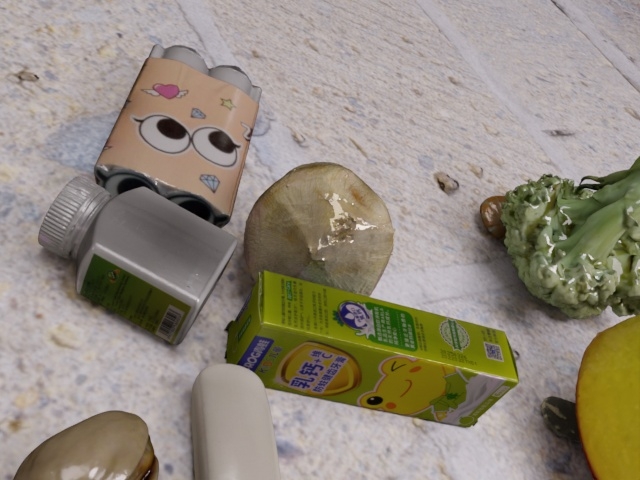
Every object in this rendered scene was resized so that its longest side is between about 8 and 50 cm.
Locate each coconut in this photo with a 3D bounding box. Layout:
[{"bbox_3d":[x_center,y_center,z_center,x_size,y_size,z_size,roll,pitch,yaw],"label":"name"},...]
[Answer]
[{"bbox_3d":[-0.002,-0.003,0.902,0.194,0.194,0.194,18,41,-17],"label":"coconut"}]

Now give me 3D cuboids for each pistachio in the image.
[{"bbox_3d":[-0.197,0.206,0.638,0.113,0.113,0.149,38,25,7],"label":"pistachio"}]

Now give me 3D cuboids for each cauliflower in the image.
[{"bbox_3d":[0.423,0.000,1.117,0.327,0.281,0.260,-33,99,-42],"label":"cauliflower"}]

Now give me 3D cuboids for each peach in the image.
[{"bbox_3d":[0.480,0.272,0.895,0.306,0.242,0.380,20,36,-42],"label":"peach"}]

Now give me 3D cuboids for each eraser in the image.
[{"bbox_3d":[-0.182,-0.140,1.007,0.171,0.087,0.290,22,41,-14],"label":"eraser"}]

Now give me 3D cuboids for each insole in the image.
[{"bbox_3d":[0.404,0.264,1.028,0.248,0.011,0.081,19,40,-16],"label":"insole"}]

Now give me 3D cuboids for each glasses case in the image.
[{"bbox_3d":[-0.082,0.210,0.738,0.081,0.051,0.204,10,44,-23],"label":"glasses case"}]

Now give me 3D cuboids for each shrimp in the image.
[{"bbox_3d":[0.332,-0.029,1.258,0.162,0.045,0.095,6,46,-30],"label":"shrimp"}]

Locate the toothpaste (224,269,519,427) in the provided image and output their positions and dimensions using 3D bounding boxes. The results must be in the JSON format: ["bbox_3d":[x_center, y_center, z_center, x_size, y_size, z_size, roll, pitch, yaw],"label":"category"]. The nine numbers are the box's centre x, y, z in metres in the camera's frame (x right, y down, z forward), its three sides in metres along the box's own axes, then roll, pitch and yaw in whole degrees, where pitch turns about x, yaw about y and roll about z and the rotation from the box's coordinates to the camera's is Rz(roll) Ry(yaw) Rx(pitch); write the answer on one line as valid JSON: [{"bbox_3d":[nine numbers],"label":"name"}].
[{"bbox_3d":[0.062,0.131,0.868,0.327,0.110,0.077,15,45,-19],"label":"toothpaste"}]

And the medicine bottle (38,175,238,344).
[{"bbox_3d":[-0.203,0.011,0.836,0.188,0.088,0.132,29,39,-3],"label":"medicine bottle"}]
